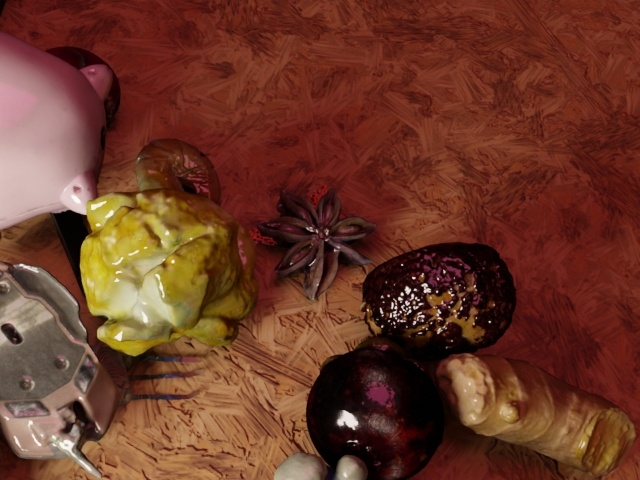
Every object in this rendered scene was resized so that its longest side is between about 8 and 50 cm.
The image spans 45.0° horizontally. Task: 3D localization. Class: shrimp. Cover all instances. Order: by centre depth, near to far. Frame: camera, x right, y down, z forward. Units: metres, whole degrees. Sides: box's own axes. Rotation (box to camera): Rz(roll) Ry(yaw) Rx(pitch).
[{"bbox_3d":[-0.240,-0.069,1.331,0.145,0.061,0.267,1,52,-23],"label":"shrimp"}]

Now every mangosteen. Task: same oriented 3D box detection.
[{"bbox_3d":[0.078,0.241,1.090,0.210,0.210,0.210,6,54,-8],"label":"mangosteen"}]

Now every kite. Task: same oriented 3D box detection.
[{"bbox_3d":[-0.289,0.209,1.145,0.229,0.016,0.127,2,57,-7],"label":"kite"},{"bbox_3d":[-0.025,-0.016,1.370,0.222,0.008,0.125,-36,71,-31],"label":"kite"}]

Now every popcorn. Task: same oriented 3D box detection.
[{"bbox_3d":[-0.211,0.043,1.131,0.276,0.276,0.225,-6,72,-17],"label":"popcorn"}]

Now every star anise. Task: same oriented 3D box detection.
[{"bbox_3d":[-0.013,-0.010,1.319,0.212,0.073,0.197,-32,76,-29],"label":"star anise"}]

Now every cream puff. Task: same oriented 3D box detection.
[{"bbox_3d":[0.183,0.099,1.191,0.239,0.239,0.164,-8,73,-18],"label":"cream puff"}]

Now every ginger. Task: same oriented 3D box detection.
[{"bbox_3d":[0.322,0.254,1.153,0.354,0.190,0.126,26,93,-10],"label":"ginger"}]

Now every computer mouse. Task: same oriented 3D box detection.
[{"bbox_3d":[-0.406,0.180,1.078,0.199,0.115,0.389,-32,70,-32],"label":"computer mouse"}]

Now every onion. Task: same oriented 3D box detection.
[{"bbox_3d":[-0.452,-0.259,1.370,0.173,0.135,0.198,15,52,-2],"label":"onion"}]

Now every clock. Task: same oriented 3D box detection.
[{"bbox_3d":[-0.522,-0.172,1.173,0.377,0.250,0.368,1,70,-2],"label":"clock"}]

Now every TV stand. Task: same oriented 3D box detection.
[{"bbox_3d":[-0.408,-0.025,1.269,0.049,0.040,0.256,-18,60,-24],"label":"TV stand"}]

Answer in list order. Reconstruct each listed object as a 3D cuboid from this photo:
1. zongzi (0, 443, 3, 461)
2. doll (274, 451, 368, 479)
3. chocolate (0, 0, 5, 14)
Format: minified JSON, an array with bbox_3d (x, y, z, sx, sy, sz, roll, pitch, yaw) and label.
[{"bbox_3d":[-0.552,0.363,0.918,0.300,0.145,0.273,-7,60,3],"label":"zongzi"},{"bbox_3d":[0.036,0.397,0.990,0.258,0.154,0.228,30,96,17],"label":"doll"},{"bbox_3d":[-0.669,-0.478,1.502,0.112,0.112,0.321,4,55,-8],"label":"chocolate"}]
